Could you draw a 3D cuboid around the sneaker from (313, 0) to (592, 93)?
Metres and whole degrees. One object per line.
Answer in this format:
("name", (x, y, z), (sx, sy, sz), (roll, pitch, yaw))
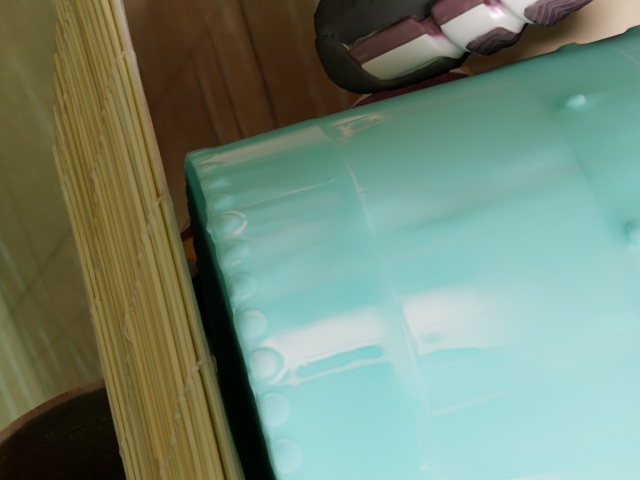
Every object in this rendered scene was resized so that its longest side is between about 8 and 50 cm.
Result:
("sneaker", (0.083, -0.171, 0.540), (0.281, 0.106, 0.163), (-29, 99, 29))

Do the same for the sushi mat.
("sushi mat", (-0.062, 0.033, 0.615), (0.019, 0.317, 0.151), (-7, 143, -15))

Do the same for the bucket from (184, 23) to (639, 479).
("bucket", (0.069, 0.070, 0.558), (0.183, 0.281, 0.281), (-13, 123, -6))

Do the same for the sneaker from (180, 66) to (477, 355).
("sneaker", (0.000, 0.000, 0.689), (0.069, 0.084, 0.185), (46, 128, -13))

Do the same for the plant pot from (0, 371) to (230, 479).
("plant pot", (-0.070, 0.198, 0.754), (0.215, 0.215, 0.230), (26, 152, 3))
